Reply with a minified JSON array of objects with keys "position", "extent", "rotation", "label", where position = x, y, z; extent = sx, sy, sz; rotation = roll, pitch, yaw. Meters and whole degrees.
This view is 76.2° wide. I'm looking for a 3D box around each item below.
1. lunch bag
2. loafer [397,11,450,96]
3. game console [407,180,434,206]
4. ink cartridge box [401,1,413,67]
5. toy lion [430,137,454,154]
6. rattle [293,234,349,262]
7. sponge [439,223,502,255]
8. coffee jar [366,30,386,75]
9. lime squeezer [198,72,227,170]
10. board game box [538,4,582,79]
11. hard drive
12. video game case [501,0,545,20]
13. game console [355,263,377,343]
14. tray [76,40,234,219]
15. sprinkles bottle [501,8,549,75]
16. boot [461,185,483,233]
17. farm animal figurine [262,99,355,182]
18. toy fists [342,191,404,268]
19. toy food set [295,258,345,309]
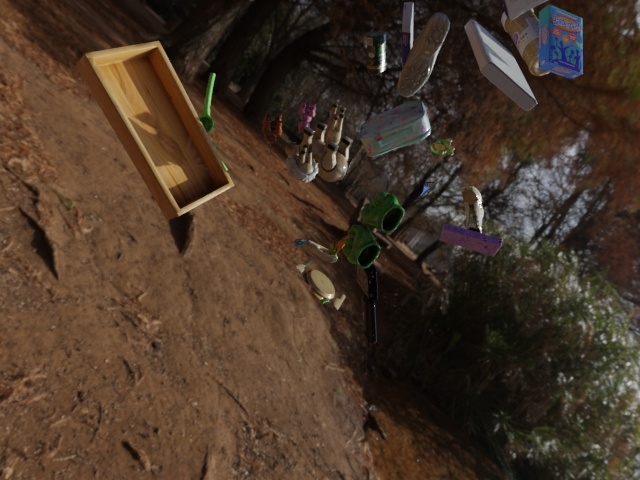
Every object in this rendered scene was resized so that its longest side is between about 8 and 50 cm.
[{"position":[0.291,-0.438,1.623],"extent":[0.108,0.279,0.224],"rotation":[59,23,-31],"label":"lunch bag"},{"position":[0.400,-0.719,1.599],"extent":[0.111,0.320,0.112],"rotation":[25,38,-7],"label":"loafer"},{"position":[0.474,-0.216,1.925],"extent":[0.107,0.122,0.071],"rotation":[1,61,-28],"label":"game console"},{"position":[0.385,-0.884,1.815],"extent":[0.045,0.224,0.223],"rotation":[2,-20,13],"label":"ink cartridge box"},{"position":[0.512,-0.396,1.725],"extent":[0.095,0.034,0.100],"rotation":[4,45,0],"label":"toy lion"},{"position":[0.000,0.000,1.716],"extent":[0.199,0.143,0.130],"rotation":[34,27,11],"label":"rattle"},{"position":[0.553,-0.002,1.516],"extent":[0.209,0.031,0.117],"rotation":[17,-17,14],"label":"sponge"},{"position":[0.270,-0.897,1.959],"extent":[0.079,0.096,0.185],"rotation":[25,-40,33],"label":"coffee jar"},{"position":[-0.321,-0.322,1.209],"extent":[0.058,0.311,0.110],"rotation":[24,43,27],"label":"lime squeezer"},{"position":[0.828,-0.682,1.407],"extent":[0.160,0.211,0.047],"rotation":[6,-8,-20],"label":"board game box"},{"position":[0.614,-0.613,1.407],"extent":[0.232,0.047,0.353],"rotation":[28,45,-21],"label":"hard drive"},{"position":[0.596,-0.791,1.097],"extent":[0.269,0.244,0.061],"rotation":[51,29,-36],"label":"video game case"},{"position":[0.194,0.246,1.693],"extent":[0.043,0.362,0.213],"rotation":[-6,17,-7],"label":"game console"},{"position":[-0.409,-0.281,1.055],"extent":[0.203,0.076,0.411],"rotation":[-41,112,-44],"label":"tray"},{"position":[0.849,-0.825,1.655],"extent":[0.121,0.121,0.356],"rotation":[33,41,-43],"label":"sprinkles bottle"},{"position":[0.674,-0.122,1.812],"extent":[0.077,0.165,0.213],"rotation":[-6,-46,33],"label":"boot"},{"position":[-0.018,-0.292,1.293],"extent":[0.330,0.172,0.327],"rotation":[-16,50,-31],"label":"farm animal figurine"},{"position":[0.174,-0.042,1.433],"extent":[0.096,0.279,0.142],"rotation":[24,16,-24],"label":"toy fists"},{"position":[-0.006,0.151,1.357],"extent":[0.192,0.038,0.132],"rotation":[46,22,4],"label":"toy food set"}]
